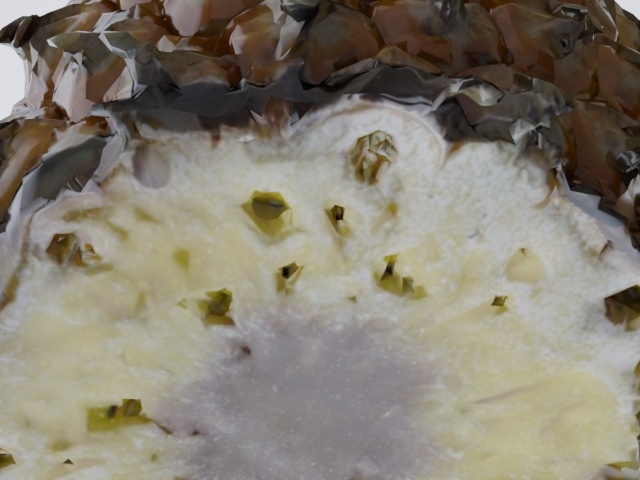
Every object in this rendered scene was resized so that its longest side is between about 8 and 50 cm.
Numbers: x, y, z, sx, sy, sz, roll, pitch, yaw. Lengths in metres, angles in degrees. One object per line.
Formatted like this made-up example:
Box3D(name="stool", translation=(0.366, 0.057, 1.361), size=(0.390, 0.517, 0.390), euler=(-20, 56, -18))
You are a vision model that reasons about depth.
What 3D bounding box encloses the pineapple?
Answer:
Box3D(name="pineapple", translation=(0.003, -0.001, 0.734), size=(0.352, 0.352, 0.300), euler=(26, -152, -10))
